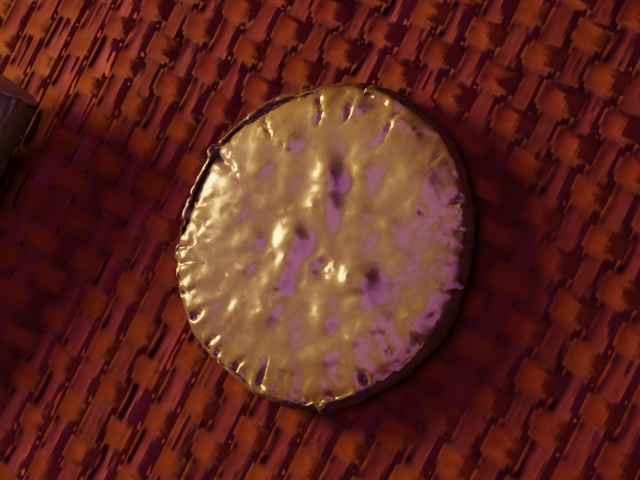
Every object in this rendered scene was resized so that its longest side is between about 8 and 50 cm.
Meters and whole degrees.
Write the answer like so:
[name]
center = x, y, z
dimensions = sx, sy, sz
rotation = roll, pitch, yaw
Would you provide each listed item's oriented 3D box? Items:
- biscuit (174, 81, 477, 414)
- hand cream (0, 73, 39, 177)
[biscuit]
center = 0.000, 0.000, 0.759
dimensions = 0.152, 0.020, 0.152
rotation = -8, 74, 27
[hand cream]
center = -0.209, 0.007, 0.856
dimensions = 0.078, 0.050, 0.205
rotation = 36, 99, 31
